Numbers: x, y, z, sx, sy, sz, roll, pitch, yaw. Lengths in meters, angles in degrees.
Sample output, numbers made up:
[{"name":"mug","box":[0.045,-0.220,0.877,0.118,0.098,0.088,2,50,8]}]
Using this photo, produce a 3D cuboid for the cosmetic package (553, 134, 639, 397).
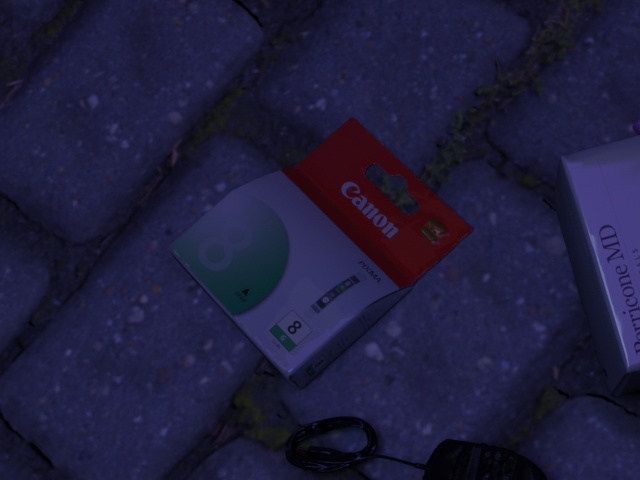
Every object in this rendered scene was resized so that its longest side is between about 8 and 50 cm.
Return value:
[{"name":"cosmetic package","box":[0.395,-0.014,1.307,0.365,0.155,0.197,-16,76,1]}]

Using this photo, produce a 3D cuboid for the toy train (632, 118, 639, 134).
[{"name":"toy train","box":[0.342,-0.059,1.423,0.166,0.046,0.125,-13,79,2]}]

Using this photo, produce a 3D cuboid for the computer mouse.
[{"name":"computer mouse","box":[0.083,0.202,1.376,0.242,0.041,0.071,11,72,23]}]

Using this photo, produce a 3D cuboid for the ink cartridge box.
[{"name":"ink cartridge box","box":[0.000,0.000,1.466,0.225,0.056,0.181,-43,66,-5]}]
